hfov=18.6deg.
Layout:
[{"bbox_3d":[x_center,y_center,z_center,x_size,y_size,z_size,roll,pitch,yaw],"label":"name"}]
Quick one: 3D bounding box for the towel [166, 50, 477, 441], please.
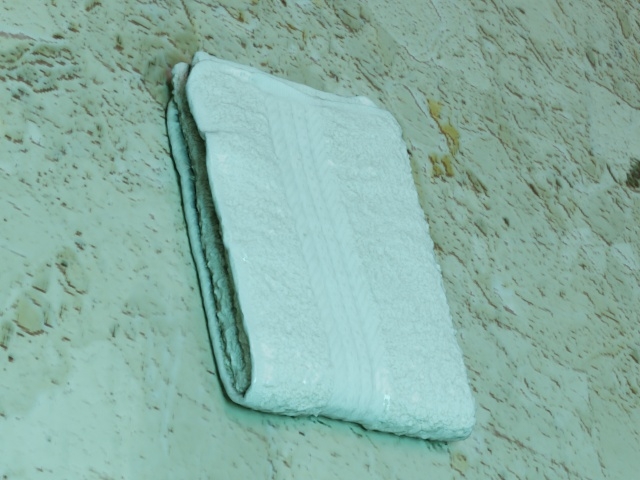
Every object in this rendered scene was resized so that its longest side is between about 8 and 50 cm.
[{"bbox_3d":[0.000,0.000,1.279,0.187,0.049,0.282,13,47,-34],"label":"towel"}]
